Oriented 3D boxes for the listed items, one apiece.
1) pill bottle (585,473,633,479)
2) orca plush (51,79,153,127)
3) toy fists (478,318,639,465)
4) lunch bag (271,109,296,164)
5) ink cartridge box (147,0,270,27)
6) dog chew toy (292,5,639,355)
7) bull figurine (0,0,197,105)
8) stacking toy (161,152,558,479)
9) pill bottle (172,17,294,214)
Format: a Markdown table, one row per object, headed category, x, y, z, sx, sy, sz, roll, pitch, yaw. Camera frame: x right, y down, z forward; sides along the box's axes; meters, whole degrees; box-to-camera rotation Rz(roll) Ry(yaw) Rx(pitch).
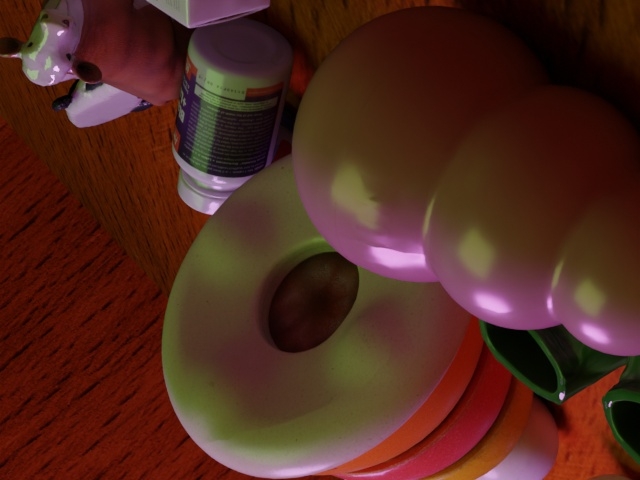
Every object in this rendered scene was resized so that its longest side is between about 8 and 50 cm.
| category | x | y | z | sx | sy | sz | roll | pitch | yaw |
| --- | --- | --- | --- | --- | --- | --- | --- | --- | --- |
| pill bottle | 0.335 | 0.358 | 1.768 | 0.121 | 0.121 | 0.221 | 32 | 158 | 54 |
| orca plush | -0.300 | -0.237 | 2.263 | 0.287 | 0.151 | 0.102 | 127 | 133 | -80 |
| toy fists | 0.246 | 0.072 | 1.221 | 0.279 | 0.142 | 0.096 | 34 | 146 | 49 |
| lunch bag | 0.000 | 0.000 | 1.903 | 0.243 | 0.115 | 0.303 | 40 | 164 | 27 |
| ink cartridge box | -0.136 | -0.298 | 1.432 | 0.218 | 0.092 | 0.158 | 35 | 134 | 43 |
| dog chew toy | 0.139 | -0.031 | 1.174 | 0.332 | 0.206 | 0.206 | 33 | 161 | 30 |
| bull figurine | -0.202 | -0.226 | 1.634 | 0.101 | 0.188 | 0.310 | 19 | -179 | 20 |
| stacking toy | 0.097 | 0.144 | 1.706 | 0.350 | 0.350 | 0.480 | 37 | 178 | 44 |
| pill bottle | -0.096 | -0.124 | 1.708 | 0.108 | 0.108 | 0.193 | 42 | 137 | 30 |
